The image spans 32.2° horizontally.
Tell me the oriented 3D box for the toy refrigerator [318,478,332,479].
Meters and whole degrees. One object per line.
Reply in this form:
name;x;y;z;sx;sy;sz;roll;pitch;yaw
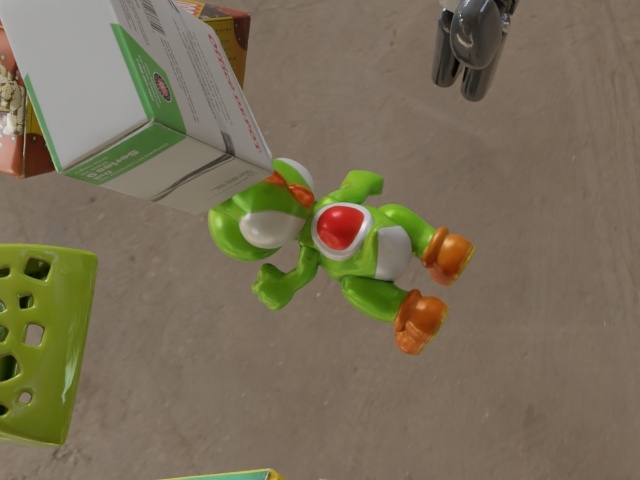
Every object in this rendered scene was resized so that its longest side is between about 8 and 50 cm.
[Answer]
toy refrigerator;0.018;0.503;1.657;0.094;0.102;0.270;11;70;-6

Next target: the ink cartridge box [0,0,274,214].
ink cartridge box;-0.188;-0.158;1.191;0.121;0.289;0.211;-28;74;16

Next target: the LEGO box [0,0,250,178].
LEGO box;-0.396;-0.266;1.636;0.372;0.500;0.193;18;111;25

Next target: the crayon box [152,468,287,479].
crayon box;-0.085;0.327;0.924;0.362;0.106;0.313;-16;128;41

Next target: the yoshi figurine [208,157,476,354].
yoshi figurine;0.000;0.000;1.427;0.362;0.203;0.203;28;118;0

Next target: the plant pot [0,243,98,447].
plant pot;-0.406;0.111;1.268;0.228;0.207;0.227;-15;65;56

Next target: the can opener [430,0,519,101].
can opener;0.141;-0.193;1.105;0.076;0.283;0.095;27;78;8
